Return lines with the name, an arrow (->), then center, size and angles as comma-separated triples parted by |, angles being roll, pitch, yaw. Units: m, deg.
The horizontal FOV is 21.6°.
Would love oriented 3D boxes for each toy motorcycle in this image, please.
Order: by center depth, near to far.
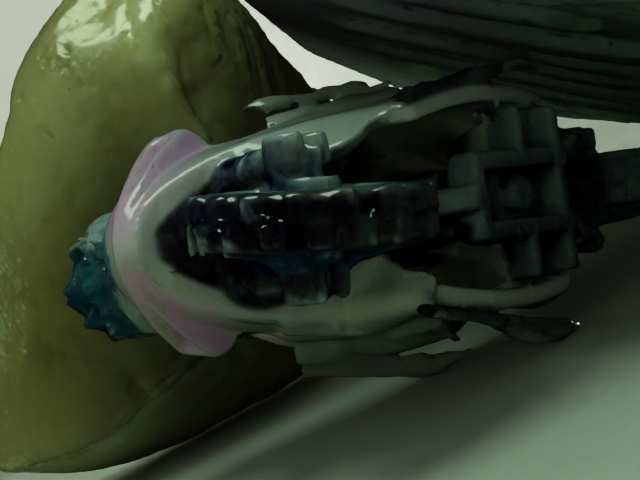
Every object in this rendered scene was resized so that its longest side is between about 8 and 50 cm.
toy motorcycle -> -0.001, -0.006, 0.603 | 0.204, 0.108, 0.239 | -12, -18, 37

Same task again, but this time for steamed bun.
steamed bun -> -0.059, -0.003, 0.713 | 0.231, 0.212, 0.110 | -30, 35, -18

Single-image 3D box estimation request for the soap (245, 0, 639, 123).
soap -> 0.095, -0.144, 0.671 | 0.261, 0.156, 0.446 | 11, 0, 10
